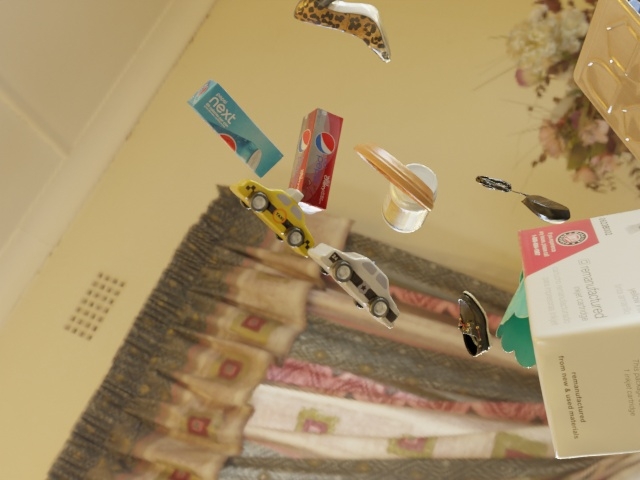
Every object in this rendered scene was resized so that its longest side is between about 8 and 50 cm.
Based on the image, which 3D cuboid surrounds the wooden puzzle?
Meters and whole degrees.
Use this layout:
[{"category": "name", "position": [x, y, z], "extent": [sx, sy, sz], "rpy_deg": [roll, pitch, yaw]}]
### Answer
[{"category": "wooden puzzle", "position": [0.685, -0.347, 1.516], "extent": [0.080, 0.348, 0.322], "rpy_deg": [-21, -24, -3]}]

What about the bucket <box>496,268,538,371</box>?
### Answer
[{"category": "bucket", "position": [0.499, 0.147, 1.371], "extent": [0.183, 0.281, 0.281], "rpy_deg": [-61, -28, -27]}]

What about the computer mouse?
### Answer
[{"category": "computer mouse", "position": [0.445, -0.090, 1.571], "extent": [0.071, 0.242, 0.041], "rpy_deg": [-9, -60, -40]}]

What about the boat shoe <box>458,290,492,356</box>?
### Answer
[{"category": "boat shoe", "position": [0.260, 0.145, 1.208], "extent": [0.042, 0.049, 0.133], "rpy_deg": [-32, -56, -16]}]

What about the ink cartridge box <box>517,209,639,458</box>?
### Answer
[{"category": "ink cartridge box", "position": [0.431, 0.072, 0.774], "extent": [0.279, 0.384, 0.160], "rpy_deg": [-64, -40, -64]}]

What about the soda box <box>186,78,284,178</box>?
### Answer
[{"category": "soda box", "position": [-0.173, -0.228, 1.450], "extent": [0.071, 0.067, 0.210], "rpy_deg": [-44, -62, -2]}]

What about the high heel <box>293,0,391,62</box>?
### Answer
[{"category": "high heel", "position": [0.060, -0.523, 1.756], "extent": [0.261, 0.186, 0.093], "rpy_deg": [54, -154, -42]}]

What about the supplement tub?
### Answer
[{"category": "supplement tub", "position": [0.269, -0.127, 2.125], "extent": [0.144, 0.144, 0.200], "rpy_deg": [-58, -8, -26]}]

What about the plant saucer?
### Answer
[{"category": "plant saucer", "position": [0.153, -0.133, 1.406], "extent": [0.037, 0.200, 0.200], "rpy_deg": [-51, -26, 4]}]

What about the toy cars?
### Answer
[{"category": "toy cars", "position": [0.000, 0.000, 1.266], "extent": [0.087, 0.393, 0.176], "rpy_deg": [-48, -24, -6]}]

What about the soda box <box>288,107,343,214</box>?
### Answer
[{"category": "soda box", "position": [-0.016, -0.207, 1.852], "extent": [0.083, 0.092, 0.263], "rpy_deg": [18, -105, -26]}]
